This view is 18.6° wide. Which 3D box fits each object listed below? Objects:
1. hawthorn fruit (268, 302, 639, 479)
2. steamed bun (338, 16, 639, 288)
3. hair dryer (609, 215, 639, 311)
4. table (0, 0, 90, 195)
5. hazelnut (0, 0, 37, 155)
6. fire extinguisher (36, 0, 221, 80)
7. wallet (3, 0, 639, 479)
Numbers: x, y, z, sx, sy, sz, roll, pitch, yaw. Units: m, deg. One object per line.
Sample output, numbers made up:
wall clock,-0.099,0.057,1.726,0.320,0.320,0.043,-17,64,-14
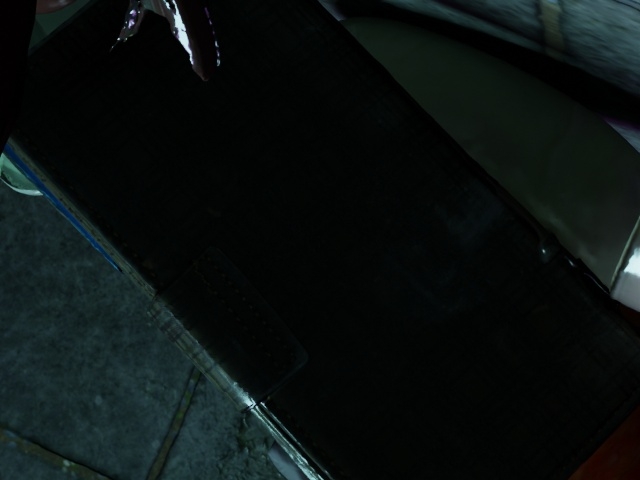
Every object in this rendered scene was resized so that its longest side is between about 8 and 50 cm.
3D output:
hawthorn fruit,0.121,0.081,1.399,0.308,0.308,0.325,22,-172,31
steamed bun,0.051,-0.032,1.025,0.239,0.170,0.152,24,160,44
hair dryer,0.260,0.014,0.987,0.189,0.106,0.344,24,-173,11
table,-0.170,-0.128,1.164,0.166,0.166,0.198,23,170,12
hazelnut,-0.285,-0.072,0.650,0.402,0.402,0.429,24,158,-20
fire extinguisher,-0.197,-0.167,0.875,0.341,0.105,0.141,24,150,15
wallet,0.000,0.000,0.911,0.317,0.169,0.044,46,164,4
